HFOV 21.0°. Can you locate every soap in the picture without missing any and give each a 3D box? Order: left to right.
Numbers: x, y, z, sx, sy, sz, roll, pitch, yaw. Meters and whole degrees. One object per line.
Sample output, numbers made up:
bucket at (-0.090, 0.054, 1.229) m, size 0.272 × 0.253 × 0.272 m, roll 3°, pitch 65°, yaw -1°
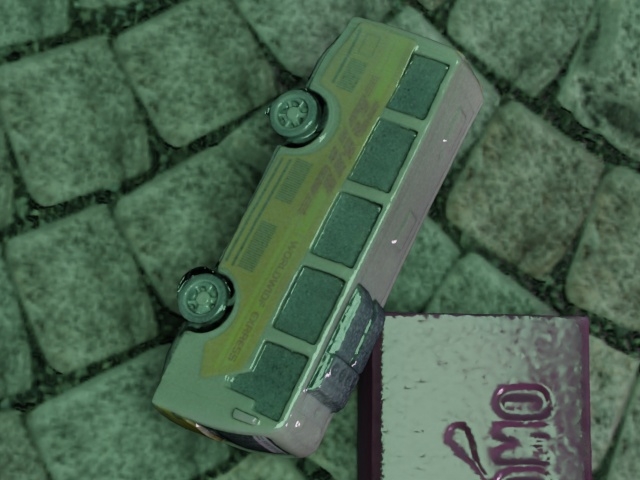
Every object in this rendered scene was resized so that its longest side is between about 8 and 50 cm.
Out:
soap at (0.121, 0.182, 1.355) m, size 0.181 × 0.081 × 0.259 m, roll 2°, pitch 83°, yaw -10°

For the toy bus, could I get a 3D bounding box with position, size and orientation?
toy bus at (0.000, 0.000, 1.317) m, size 0.138 × 0.097 × 0.342 m, roll 20°, pitch 78°, yaw 25°
